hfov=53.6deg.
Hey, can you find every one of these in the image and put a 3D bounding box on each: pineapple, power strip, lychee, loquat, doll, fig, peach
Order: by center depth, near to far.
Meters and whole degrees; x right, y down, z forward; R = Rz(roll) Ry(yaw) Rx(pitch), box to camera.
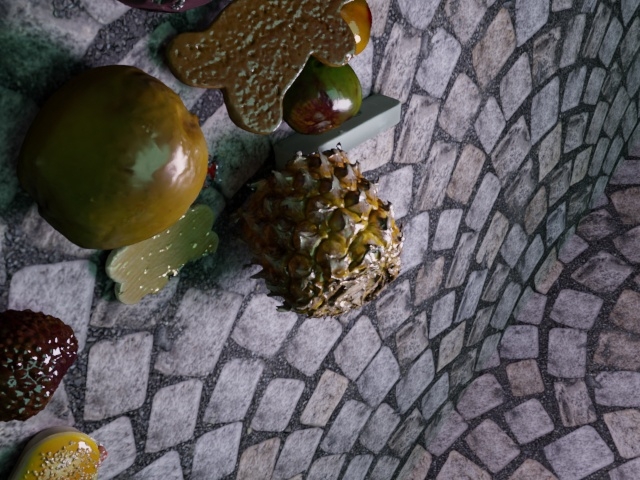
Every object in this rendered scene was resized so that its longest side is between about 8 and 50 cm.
[{"bbox_3d":[-0.321,-0.127,1.000,0.284,0.276,0.276,-44,138,-19],"label":"loquat"},{"bbox_3d":[-0.507,0.198,1.038,0.188,0.188,0.188,-26,128,-38],"label":"lychee"},{"bbox_3d":[-0.248,-0.141,1.222,0.180,0.079,0.094,6,91,-63],"label":"doll"},{"bbox_3d":[-0.013,-0.315,1.317,0.181,0.181,0.191,-31,107,-35],"label":"fig"},{"bbox_3d":[0.043,-0.458,1.330,0.138,0.138,0.138,-26,128,-38],"label":"peach"},{"bbox_3d":[0.000,-0.001,1.339,0.352,0.300,0.352,-24,155,-12],"label":"pineapple"},{"bbox_3d":[0.056,-0.257,1.488,0.385,0.091,0.062,-33,135,-34],"label":"power strip"}]

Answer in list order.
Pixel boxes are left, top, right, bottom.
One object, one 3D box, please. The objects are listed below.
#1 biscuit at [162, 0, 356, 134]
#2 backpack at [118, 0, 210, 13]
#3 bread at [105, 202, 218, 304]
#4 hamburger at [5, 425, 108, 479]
[{"bbox_3d":[-0.066,-0.412,1.179,0.283,0.064,0.432,38,87,-20],"label":"biscuit"},{"bbox_3d":[-0.237,-0.497,0.923,0.283,0.197,0.318,-3,119,-26],"label":"backpack"},{"bbox_3d":[-0.314,0.007,1.251,0.250,0.039,0.182,-36,134,-31],"label":"bread"},{"bbox_3d":[-0.510,0.464,1.218,0.173,0.116,0.210,35,83,-49],"label":"hamburger"}]
